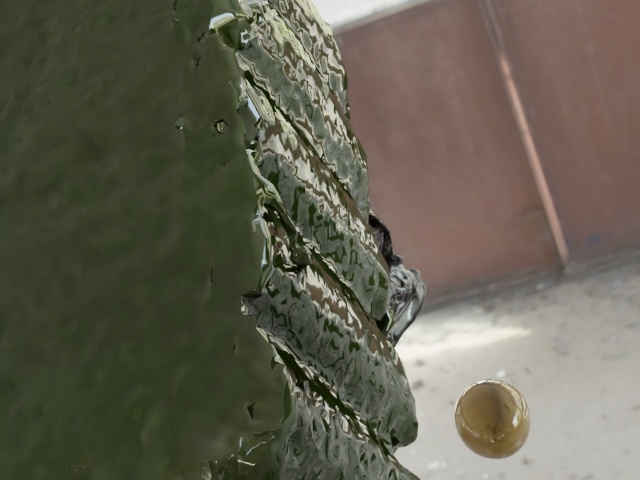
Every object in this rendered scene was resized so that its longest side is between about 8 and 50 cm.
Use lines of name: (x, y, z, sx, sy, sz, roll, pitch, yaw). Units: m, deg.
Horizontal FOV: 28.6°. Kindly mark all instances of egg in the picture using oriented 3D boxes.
egg: (0.182, 0.189, 1.314, 0.080, 0.080, 0.096, -22, 14, -5)

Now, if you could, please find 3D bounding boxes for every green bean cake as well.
green bean cake: (-0.125, 0.039, 0.540, 0.319, 0.218, 0.335, -14, 61, 18)

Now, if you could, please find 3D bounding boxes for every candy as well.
candy: (0.000, 0.000, 0.804, 0.051, 0.226, 0.094, 29, 83, 46)
